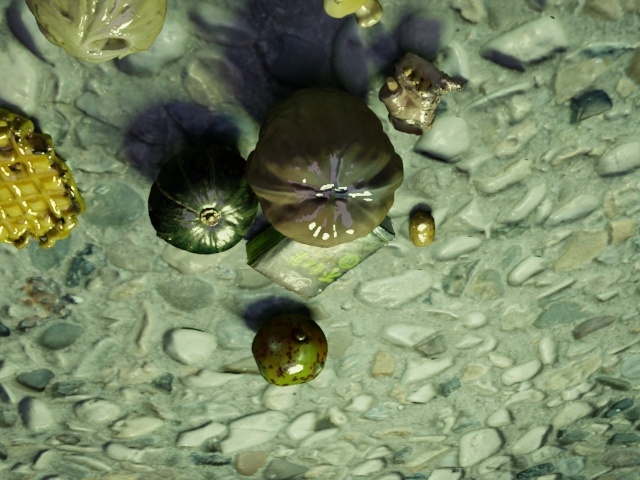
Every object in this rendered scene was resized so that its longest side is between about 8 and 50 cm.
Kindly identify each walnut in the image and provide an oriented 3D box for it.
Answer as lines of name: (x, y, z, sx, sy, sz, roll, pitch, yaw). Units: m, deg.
walnut: (0.003, -0.115, 1.188, 0.248, 0.248, 0.248, -6, 136, -6)

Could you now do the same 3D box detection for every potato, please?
potato: (0.194, -0.022, 1.458, 0.051, 0.040, 0.083, 1, 135, 4)

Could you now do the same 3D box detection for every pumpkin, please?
pumpkin: (-0.188, -0.067, 1.251, 0.190, 0.146, 0.190, -5, 134, -5)

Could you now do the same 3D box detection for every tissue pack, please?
tissue pack: (0.000, 0.000, 1.414, 0.235, 0.073, 0.173, -37, 131, 24)

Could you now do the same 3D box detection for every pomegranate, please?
pomegranate: (-0.073, 0.235, 1.592, 0.159, 0.159, 0.205, 8, 158, -20)

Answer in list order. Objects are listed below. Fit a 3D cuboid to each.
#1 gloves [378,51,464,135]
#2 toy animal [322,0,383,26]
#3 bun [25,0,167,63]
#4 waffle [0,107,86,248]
gloves: (0.151, -0.232, 1.200, 0.110, 0.094, 0.144, 28, 150, -6)
toy animal: (0.040, -0.366, 0.949, 0.121, 0.233, 0.169, -34, 140, 28)
bun: (-0.288, -0.299, 0.983, 0.179, 0.127, 0.193, -8, 155, -21)
waffle: (-0.510, -0.090, 1.220, 0.281, 0.060, 0.262, 23, 126, -31)
